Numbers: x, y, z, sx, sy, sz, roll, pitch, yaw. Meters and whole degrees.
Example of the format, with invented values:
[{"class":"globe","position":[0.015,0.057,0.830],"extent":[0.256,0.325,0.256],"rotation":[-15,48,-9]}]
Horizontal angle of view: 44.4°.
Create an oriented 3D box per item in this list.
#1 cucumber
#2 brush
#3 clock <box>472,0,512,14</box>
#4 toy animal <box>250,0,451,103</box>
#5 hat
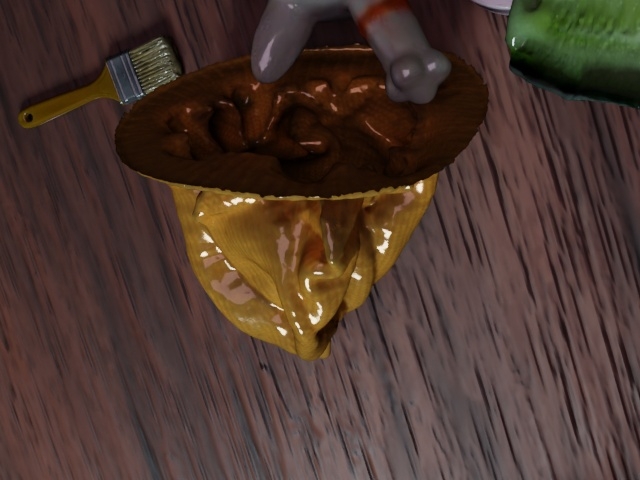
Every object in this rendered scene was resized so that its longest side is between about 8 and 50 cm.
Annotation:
[{"class":"cucumber","position":[0.175,-0.127,0.407],"extent":[0.086,0.193,0.115],"rotation":[-5,105,-25]},{"class":"brush","position":[-0.196,-0.130,0.682],"extent":[0.170,0.014,0.043],"rotation":[-17,97,20]},{"class":"clock","position":[0.238,-0.200,0.508],"extent":[0.275,0.080,0.290],"rotation":[-35,89,20]},{"class":"toy animal","position":[0.000,-0.220,0.543],"extent":[0.141,0.138,0.282],"rotation":[-16,98,21]},{"class":"hat","position":[0.000,0.000,0.596],"extent":[0.233,0.244,0.233],"rotation":[28,138,37]}]
